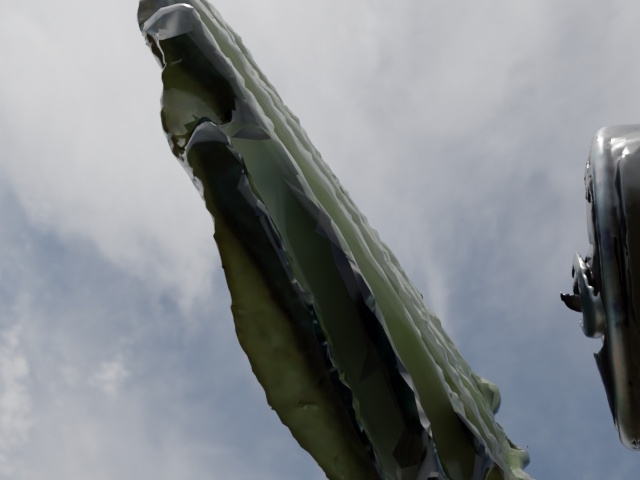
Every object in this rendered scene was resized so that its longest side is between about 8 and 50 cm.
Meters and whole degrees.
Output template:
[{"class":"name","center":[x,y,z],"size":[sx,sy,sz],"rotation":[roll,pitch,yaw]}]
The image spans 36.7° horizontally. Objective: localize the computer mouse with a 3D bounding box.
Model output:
[{"class":"computer mouse","center":[0.168,0.007,0.417],"size":[0.096,0.233,0.137],"rotation":[-8,-90,43]}]

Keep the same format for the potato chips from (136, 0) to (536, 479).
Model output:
[{"class":"potato chips","center":[0.000,0.000,0.620],"size":[0.070,0.358,0.429],"rotation":[-36,-102,9]}]
